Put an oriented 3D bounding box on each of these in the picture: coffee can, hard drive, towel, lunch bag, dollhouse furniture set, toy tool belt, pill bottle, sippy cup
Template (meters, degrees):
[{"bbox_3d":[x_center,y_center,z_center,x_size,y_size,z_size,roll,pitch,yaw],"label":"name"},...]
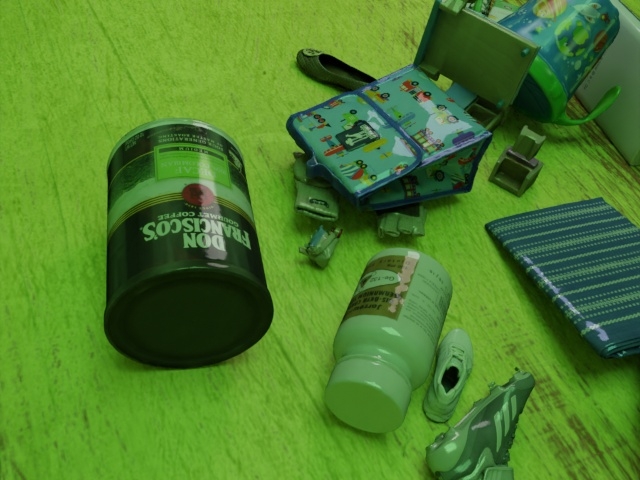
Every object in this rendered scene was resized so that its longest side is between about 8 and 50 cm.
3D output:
[{"bbox_3d":[-0.183,0.000,0.886,0.201,0.202,0.275,-2,47,-15],"label":"coffee can"},{"bbox_3d":[0.635,-0.342,1.399,0.040,0.210,0.319,-3,48,-17],"label":"hard drive"},{"bbox_3d":[0.448,0.048,1.058,0.243,0.040,0.336,-11,38,-13],"label":"towel"},{"bbox_3d":[0.097,-0.157,1.125,0.293,0.138,0.221,-21,55,-26],"label":"lunch bag"},{"bbox_3d":[0.338,-0.303,1.227,0.286,0.303,0.198,32,49,17],"label":"dollhouse furniture set"},{"bbox_3d":[0.000,0.000,1.035,0.051,0.052,0.083,26,46,0],"label":"toy tool belt"},{"bbox_3d":[0.089,0.128,0.879,0.131,0.131,0.229,21,46,7],"label":"pill bottle"},{"bbox_3d":[0.462,-0.395,1.334,0.224,0.305,0.240,-46,40,2],"label":"sippy cup"}]

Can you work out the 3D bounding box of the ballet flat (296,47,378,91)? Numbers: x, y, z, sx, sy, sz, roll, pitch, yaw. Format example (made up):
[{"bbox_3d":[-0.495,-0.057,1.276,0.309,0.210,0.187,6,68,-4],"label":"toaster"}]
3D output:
[{"bbox_3d":[0.056,-0.341,1.364,0.249,0.058,0.084,36,49,20],"label":"ballet flat"}]

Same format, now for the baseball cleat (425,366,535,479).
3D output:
[{"bbox_3d":[0.223,0.253,0.850,0.205,0.072,0.109,-29,73,-29],"label":"baseball cleat"}]

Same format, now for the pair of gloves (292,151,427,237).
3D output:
[{"bbox_3d":[0.066,-0.081,1.130,0.240,0.042,0.204,11,40,-13],"label":"pair of gloves"}]

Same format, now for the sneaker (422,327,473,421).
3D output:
[{"bbox_3d":[0.184,0.173,0.910,0.053,0.061,0.152,20,45,8],"label":"sneaker"}]

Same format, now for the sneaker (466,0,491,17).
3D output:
[{"bbox_3d":[0.356,-0.576,1.635,0.118,0.110,0.292,16,45,14],"label":"sneaker"}]

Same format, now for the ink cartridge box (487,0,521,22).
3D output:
[{"bbox_3d":[0.449,-0.459,1.548,0.154,0.093,0.212,21,44,8],"label":"ink cartridge box"}]
